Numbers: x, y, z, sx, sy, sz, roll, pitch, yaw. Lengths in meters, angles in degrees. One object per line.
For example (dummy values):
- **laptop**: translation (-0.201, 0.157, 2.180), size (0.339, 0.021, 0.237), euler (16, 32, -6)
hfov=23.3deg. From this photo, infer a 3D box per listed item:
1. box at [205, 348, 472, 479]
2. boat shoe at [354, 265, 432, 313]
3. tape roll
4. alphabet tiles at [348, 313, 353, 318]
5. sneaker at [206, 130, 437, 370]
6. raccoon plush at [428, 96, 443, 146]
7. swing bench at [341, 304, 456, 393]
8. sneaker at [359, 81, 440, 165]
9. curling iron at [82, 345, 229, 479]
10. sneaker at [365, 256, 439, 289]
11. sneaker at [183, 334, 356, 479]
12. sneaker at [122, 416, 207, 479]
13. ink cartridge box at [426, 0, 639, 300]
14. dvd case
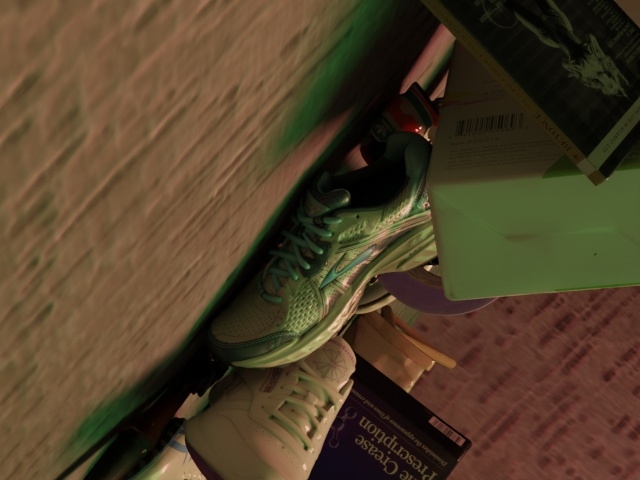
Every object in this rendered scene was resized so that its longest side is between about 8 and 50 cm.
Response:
- **box**: translation (0.009, 0.228, 1.761), size (0.184, 0.261, 0.103), euler (-55, 171, 13)
- **boat shoe**: translation (0.112, -0.049, 1.846), size (0.099, 0.116, 0.319), euler (32, 109, -37)
- **tape roll**: translation (0.145, -0.013, 1.741), size (0.189, 0.189, 0.080), euler (-54, 172, 12)
- **alphabet tiles**: translation (-0.039, 0.166, 1.991), size (0.284, 0.021, 0.278), euler (-46, 178, -34)
- **sneaker**: translation (0.000, 0.000, 1.422), size (0.283, 0.110, 0.122), euler (-38, 135, -6)
- **raccoon plush**: translation (0.291, -0.248, 1.692), size (0.446, 0.216, 0.299), euler (-24, 180, 18)
- **swing bench**: translation (0.062, 0.240, 2.442), size (0.253, 0.165, 0.254), euler (-53, 166, 5)
- **sneaker**: translation (0.068, -0.096, 1.501), size (0.075, 0.057, 0.161), euler (-33, 169, -12)
- **curling iron**: translation (-0.158, 0.169, 1.394), size (0.274, 0.035, 0.068), euler (-44, 175, -48)
- **sneaker**: translation (0.070, 0.017, 1.555), size (0.121, 0.079, 0.217), euler (-49, -155, -4)
- **sneaker**: translation (-0.040, 0.151, 1.434), size (0.152, 0.114, 0.305), euler (-44, -169, 10)
- **sneaker**: translation (-0.140, 0.224, 1.520), size (0.085, 0.086, 0.237), euler (-34, 173, 4)
- **ink cartridge box**: translation (0.216, -0.098, 1.369), size (0.353, 0.207, 0.119), euler (-73, 154, -56)
- **dvd case**: translation (0.176, -0.163, 1.204), size (0.164, 0.221, 0.018), euler (-44, -179, -42)
